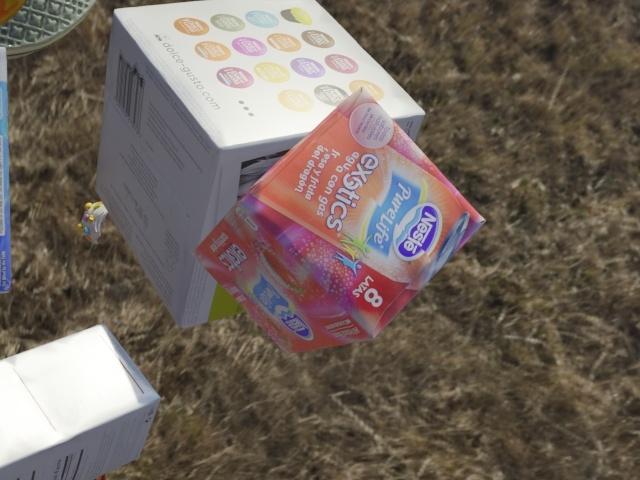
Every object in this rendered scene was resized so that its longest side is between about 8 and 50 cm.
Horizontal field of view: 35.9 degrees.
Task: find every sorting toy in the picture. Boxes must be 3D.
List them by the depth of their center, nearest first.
[{"bbox_3d":[-0.411,-0.036,1.825,0.045,0.075,0.083,22,85,-30],"label":"sorting toy"}]

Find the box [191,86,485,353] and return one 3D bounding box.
[{"bbox_3d":[0.000,0.000,0.894,0.154,0.300,0.142,46,74,-4],"label":"box"}]

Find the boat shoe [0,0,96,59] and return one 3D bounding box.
[{"bbox_3d":[-0.559,-0.326,1.495,0.500,0.156,0.187,-38,116,-26],"label":"boat shoe"}]

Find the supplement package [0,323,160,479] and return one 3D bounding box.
[{"bbox_3d":[-0.340,0.223,1.183,0.244,0.134,0.139,-19,56,-40],"label":"supplement package"}]

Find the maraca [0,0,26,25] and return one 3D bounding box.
[{"bbox_3d":[-0.268,-0.201,0.683,0.099,0.186,0.127,26,103,21],"label":"maraca"}]

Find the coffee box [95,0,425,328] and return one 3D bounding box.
[{"bbox_3d":[-0.107,-0.130,1.471,0.334,0.338,0.337,-14,49,-31],"label":"coffee box"}]

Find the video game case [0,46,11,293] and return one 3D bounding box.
[{"bbox_3d":[-0.438,-0.072,1.000,0.244,0.061,0.269,-3,93,-45],"label":"video game case"}]

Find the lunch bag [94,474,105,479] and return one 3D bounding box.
[{"bbox_3d":[-0.428,0.301,1.303,0.293,0.120,0.258,14,61,-34],"label":"lunch bag"}]
